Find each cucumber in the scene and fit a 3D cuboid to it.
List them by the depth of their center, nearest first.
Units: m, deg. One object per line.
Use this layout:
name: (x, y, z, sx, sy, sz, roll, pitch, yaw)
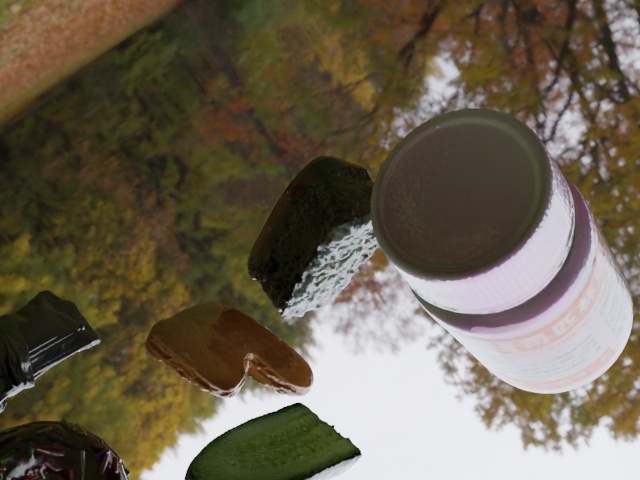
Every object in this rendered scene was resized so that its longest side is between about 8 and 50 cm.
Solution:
cucumber: (-0.061, 0.249, 1.044, 0.115, 0.063, 0.243, 27, -163, 31)

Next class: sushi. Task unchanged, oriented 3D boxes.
sushi: (0.000, 0.000, 1.327, 0.136, 0.126, 0.225, -7, 136, -50)

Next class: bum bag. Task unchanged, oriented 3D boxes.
bum bag: (-0.430, 0.157, 1.388, 0.060, 0.123, 0.248, -55, 169, 28)

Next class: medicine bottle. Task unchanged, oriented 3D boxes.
medicine bottle: (0.219, 0.025, 1.108, 0.219, 0.388, 0.219, -12, -120, 23)

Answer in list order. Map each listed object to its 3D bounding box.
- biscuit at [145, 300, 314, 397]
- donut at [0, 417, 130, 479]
biscuit: (-0.106, 0.145, 1.212, 0.036, 0.186, 0.192, -60, 164, 22)
donut: (-0.332, 0.328, 1.164, 0.235, 0.235, 0.089, -42, 177, -29)
